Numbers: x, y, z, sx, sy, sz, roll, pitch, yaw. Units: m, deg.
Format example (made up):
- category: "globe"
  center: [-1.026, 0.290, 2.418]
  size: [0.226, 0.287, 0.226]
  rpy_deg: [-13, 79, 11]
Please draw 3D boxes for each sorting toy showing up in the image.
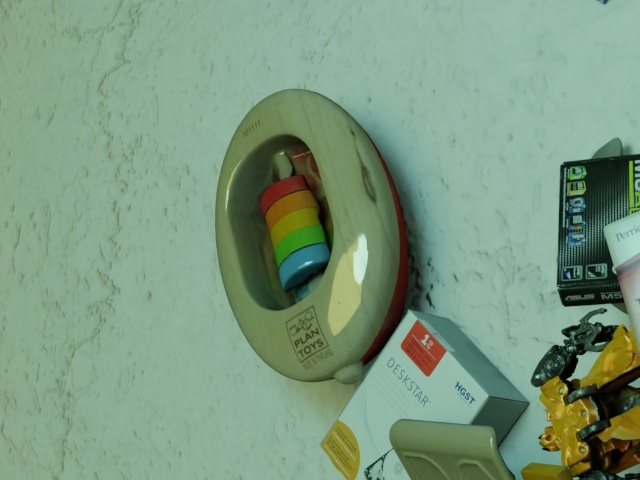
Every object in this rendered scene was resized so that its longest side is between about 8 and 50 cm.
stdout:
- category: "sorting toy"
  center: [0.213, 0.310, 1.614]
  size: [0.307, 0.041, 0.229]
  rpy_deg: [-7, 111, 60]

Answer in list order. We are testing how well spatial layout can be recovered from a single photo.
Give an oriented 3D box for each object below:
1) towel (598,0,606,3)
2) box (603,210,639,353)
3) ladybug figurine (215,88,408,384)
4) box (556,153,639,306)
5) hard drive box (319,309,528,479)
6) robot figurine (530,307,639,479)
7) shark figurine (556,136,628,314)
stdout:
- category: "towel"
  center: [0.333, -0.487, 1.857]
  size: [0.243, 0.040, 0.336]
  rpy_deg: [-56, 49, 17]
- category: "box"
  center: [0.382, 0.075, 1.327]
  size: [0.149, 0.127, 0.232]
  rpy_deg: [-27, 59, 27]
- category: "ladybug figurine"
  center: [0.000, 0.000, 1.962]
  size: [0.305, 0.162, 0.449]
  rpy_deg: [-33, 57, 35]
- category: "box"
  center: [0.362, -0.016, 1.586]
  size: [0.184, 0.045, 0.190]
  rpy_deg: [-6, 50, 20]
- category: "hard drive box"
  center: [0.130, 0.237, 1.821]
  size: [0.181, 0.089, 0.232]
  rpy_deg: [47, 112, 41]
- category: "robot figurine"
  center: [0.353, 0.156, 1.478]
  size: [0.291, 0.085, 0.211]
  rpy_deg: [-36, 54, 34]
- category: "shark figurine"
  center: [0.337, 0.023, 1.655]
  size: [0.166, 0.116, 0.278]
  rpy_deg: [-46, 49, 29]
